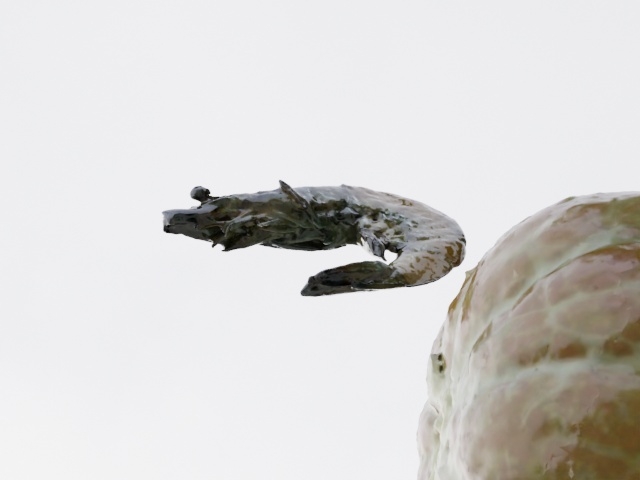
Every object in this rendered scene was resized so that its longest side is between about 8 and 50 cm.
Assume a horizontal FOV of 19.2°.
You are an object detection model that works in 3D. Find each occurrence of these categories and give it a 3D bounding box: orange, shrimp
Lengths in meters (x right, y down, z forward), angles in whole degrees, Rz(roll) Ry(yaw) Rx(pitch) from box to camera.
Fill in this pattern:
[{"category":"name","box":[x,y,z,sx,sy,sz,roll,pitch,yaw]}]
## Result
[{"category":"orange","box":[0.185,0.132,1.143,0.249,0.329,0.329,15,-72,-9]},{"category":"shrimp","box":[0.000,0.000,1.327,0.217,0.150,0.051,0,-64,-13]}]
